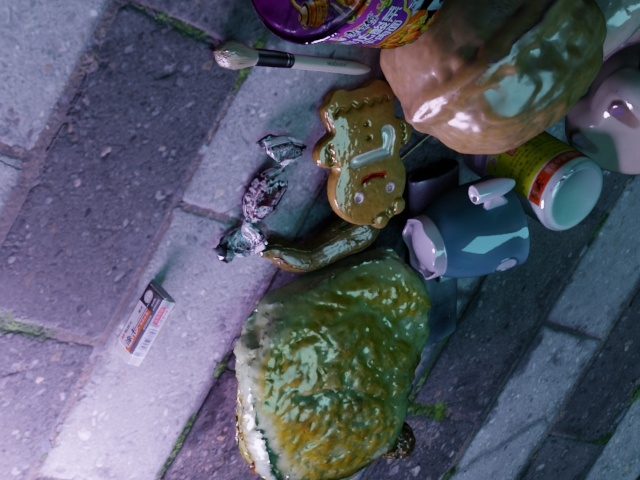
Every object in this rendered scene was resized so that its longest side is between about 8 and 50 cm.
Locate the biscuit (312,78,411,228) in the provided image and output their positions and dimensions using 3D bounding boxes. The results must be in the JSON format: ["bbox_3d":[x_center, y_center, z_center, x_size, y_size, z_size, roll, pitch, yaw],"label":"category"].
[{"bbox_3d":[0.072,-0.132,1.958,0.184,0.035,0.249,-18,114,-28],"label":"biscuit"}]

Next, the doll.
[{"bbox_3d":[0.549,-0.276,2.100,0.226,0.370,0.215,14,148,-9],"label":"doll"}]

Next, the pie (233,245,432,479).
[{"bbox_3d":[0.011,0.221,2.091,0.395,0.180,0.418,-14,117,-34],"label":"pie"}]

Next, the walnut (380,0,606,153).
[{"bbox_3d":[0.254,-0.289,1.847,0.344,0.306,0.306,-41,136,-18],"label":"walnut"}]

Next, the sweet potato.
[{"bbox_3d":[0.000,0.006,2.015,0.233,0.062,0.081,-19,109,-25],"label":"sweet potato"}]

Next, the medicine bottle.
[{"bbox_3d":[0.365,-0.122,2.101,0.139,0.225,0.139,-20,128,-27],"label":"medicine bottle"}]

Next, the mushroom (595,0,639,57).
[{"bbox_3d":[0.415,-0.330,2.020,0.128,0.128,0.350,13,134,-43],"label":"mushroom"}]

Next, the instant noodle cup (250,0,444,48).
[{"bbox_3d":[0.049,-0.378,1.683,0.190,0.251,0.251,5,114,-51],"label":"instant noodle cup"}]

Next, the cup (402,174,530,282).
[{"bbox_3d":[0.239,-0.009,2.063,0.173,0.167,0.299,-19,154,-20],"label":"cup"}]

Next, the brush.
[{"bbox_3d":[-0.037,-0.267,1.825,0.299,0.039,0.042,0,121,-42],"label":"brush"}]

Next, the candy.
[{"bbox_3d":[-0.095,-0.063,1.897,0.094,0.051,0.226,16,107,-41],"label":"candy"}]

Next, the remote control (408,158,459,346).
[{"bbox_3d":[0.205,0.030,2.205,0.107,0.044,0.377,-28,132,-28],"label":"remote control"}]

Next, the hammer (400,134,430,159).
[{"bbox_3d":[0.159,-0.157,2.068,0.123,0.014,0.029,-39,127,-8],"label":"hammer"}]

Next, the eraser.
[{"bbox_3d":[-0.271,0.130,1.882,0.029,0.052,0.122,21,104,-43],"label":"eraser"}]
